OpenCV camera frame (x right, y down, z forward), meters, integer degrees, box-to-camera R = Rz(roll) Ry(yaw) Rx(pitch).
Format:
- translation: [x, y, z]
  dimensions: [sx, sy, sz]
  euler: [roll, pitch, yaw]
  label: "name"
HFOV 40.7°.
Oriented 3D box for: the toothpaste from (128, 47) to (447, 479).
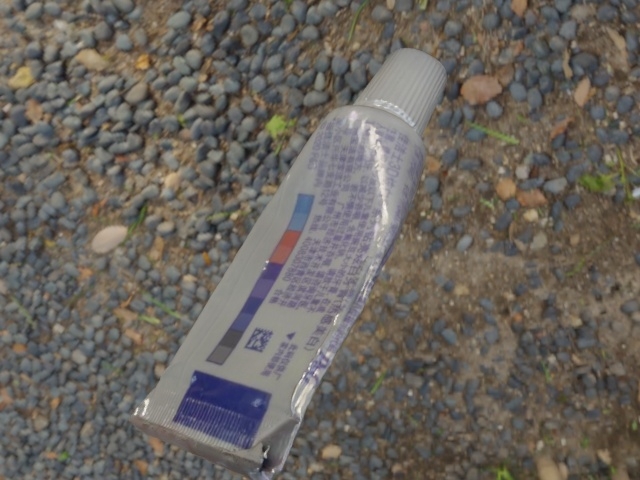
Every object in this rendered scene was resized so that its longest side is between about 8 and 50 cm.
- translation: [0.001, 0.000, 0.501]
  dimensions: [0.068, 0.283, 0.099]
  euler: [35, 156, -14]
  label: "toothpaste"
